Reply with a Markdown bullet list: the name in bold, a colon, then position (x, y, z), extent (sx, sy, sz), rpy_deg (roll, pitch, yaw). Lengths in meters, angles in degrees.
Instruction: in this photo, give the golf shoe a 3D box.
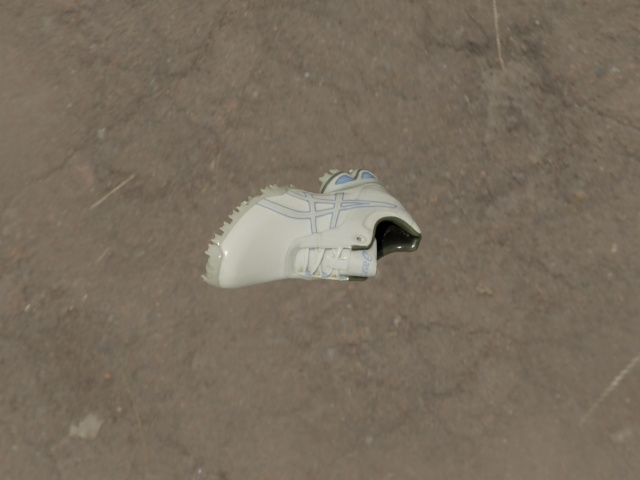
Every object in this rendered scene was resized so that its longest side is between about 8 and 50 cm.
- **golf shoe**: position (0.000, 0.000, 0.741), extent (0.086, 0.176, 0.069), rpy_deg (37, 134, 32)
